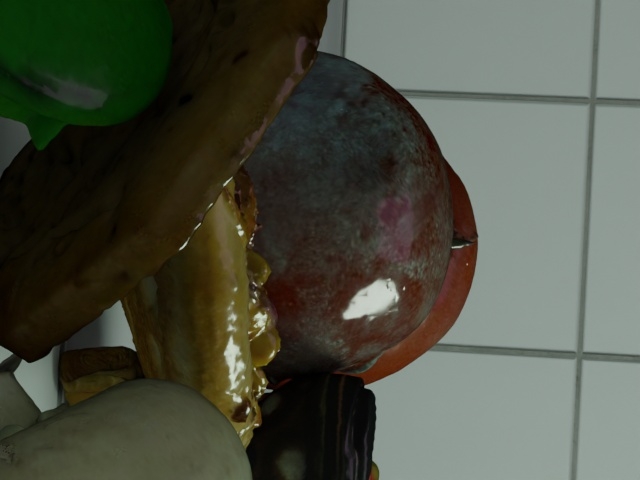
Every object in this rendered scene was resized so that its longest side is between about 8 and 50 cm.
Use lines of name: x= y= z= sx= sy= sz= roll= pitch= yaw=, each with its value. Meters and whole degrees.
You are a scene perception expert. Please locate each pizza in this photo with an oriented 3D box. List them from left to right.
pizza: x=-0.099 y=0.032 z=1.268 sx=0.409 sy=0.114 sz=0.277 roll=95 pitch=-19 yaw=-55

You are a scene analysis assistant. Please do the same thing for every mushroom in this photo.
mushroom: x=-0.169 y=0.168 z=1.041 sx=0.202 sy=0.246 sz=0.246 roll=54 pitch=0 yaw=11

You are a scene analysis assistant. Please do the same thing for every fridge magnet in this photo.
fridge magnet: x=-0.174 y=-0.147 z=0.965 sx=0.088 sy=0.208 sz=0.208 roll=-39 pitch=-158 yaw=30

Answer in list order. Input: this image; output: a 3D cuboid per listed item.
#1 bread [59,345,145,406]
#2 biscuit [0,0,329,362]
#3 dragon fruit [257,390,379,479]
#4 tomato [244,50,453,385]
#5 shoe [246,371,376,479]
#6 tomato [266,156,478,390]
bread: x=-0.176 y=0.129 z=1.442 sx=0.132 sy=0.074 sz=0.053 roll=82 pitch=2 yaw=-66
biscuit: x=-0.117 y=-0.079 z=1.085 sx=0.359 sy=0.046 sz=0.359 roll=-42 pitch=-155 yaw=24
dragon fruit: x=-0.068 y=0.277 z=1.810 sx=0.303 sy=0.237 sz=0.231 roll=-42 pitch=118 yaw=-55
tomato: x=-0.035 y=-0.022 z=1.533 sx=0.316 sy=0.317 sz=0.282 roll=-78 pitch=169 yaw=-54
shoe: x=-0.092 y=0.269 z=1.499 sx=0.171 sy=0.237 sz=0.384 roll=-70 pitch=176 yaw=-65
tomato: x=0.000 y=0.000 z=1.828 sx=0.273 sy=0.341 sz=0.341 roll=108 pitch=-13 yaw=-75
